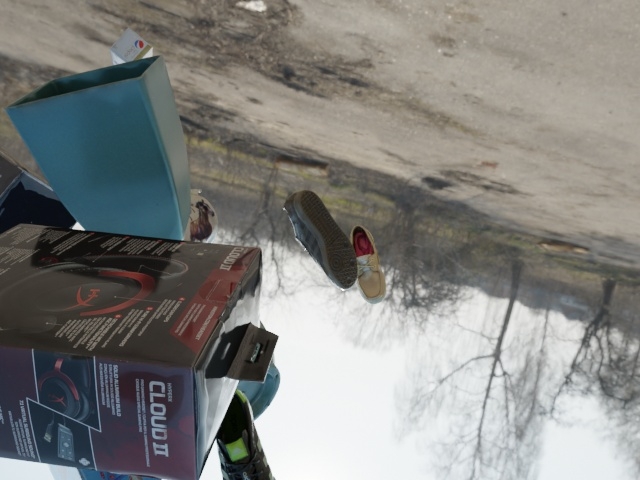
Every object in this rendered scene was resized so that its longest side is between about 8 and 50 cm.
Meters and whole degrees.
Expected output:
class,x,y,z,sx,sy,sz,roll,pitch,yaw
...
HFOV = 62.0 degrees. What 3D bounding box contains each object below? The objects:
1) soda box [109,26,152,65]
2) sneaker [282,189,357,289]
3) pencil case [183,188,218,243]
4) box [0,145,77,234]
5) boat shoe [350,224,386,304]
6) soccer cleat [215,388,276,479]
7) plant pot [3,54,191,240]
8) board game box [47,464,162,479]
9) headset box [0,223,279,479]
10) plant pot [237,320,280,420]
class,x,y,z,sx,sy,sz,roll,pitch,yaw
soda box,-0.469,-0.447,1.328,0.069,0.073,0.216,39,170,-15
sneaker,0.000,0.000,0.921,0.066,0.188,0.071,-33,-168,-33
pencil case,-0.419,0.010,1.271,0.160,0.183,0.410,19,-149,20
box,-0.689,-0.028,0.990,0.313,0.343,0.179,32,170,22
boat shoe,0.088,0.044,1.063,0.063,0.170,0.059,-19,148,10
soccer cleat,-0.081,0.240,0.561,0.060,0.178,0.072,-19,153,-9
plant pot,-0.270,-0.108,0.736,0.166,0.234,0.165,-13,-152,0
board game box,-0.333,0.379,0.821,0.086,0.308,0.302,-21,-116,-37
headset box,-0.187,0.081,0.472,0.294,0.110,0.218,5,-158,4
plant pot,-0.210,0.283,1.136,0.196,0.293,0.293,35,-167,35
